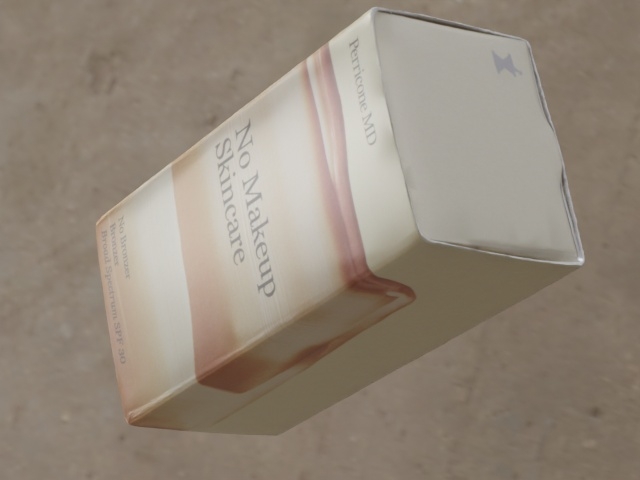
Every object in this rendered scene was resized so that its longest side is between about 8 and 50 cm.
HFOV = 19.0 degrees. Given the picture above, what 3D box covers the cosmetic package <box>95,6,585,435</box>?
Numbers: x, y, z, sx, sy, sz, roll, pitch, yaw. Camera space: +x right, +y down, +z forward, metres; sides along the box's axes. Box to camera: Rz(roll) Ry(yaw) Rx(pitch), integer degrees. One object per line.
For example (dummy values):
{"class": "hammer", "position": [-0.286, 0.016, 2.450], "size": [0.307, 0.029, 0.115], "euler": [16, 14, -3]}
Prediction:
{"class": "cosmetic package", "position": [0.000, 0.000, 1.156], "size": [0.296, 0.129, 0.153], "euler": [-35, 58, 43]}
